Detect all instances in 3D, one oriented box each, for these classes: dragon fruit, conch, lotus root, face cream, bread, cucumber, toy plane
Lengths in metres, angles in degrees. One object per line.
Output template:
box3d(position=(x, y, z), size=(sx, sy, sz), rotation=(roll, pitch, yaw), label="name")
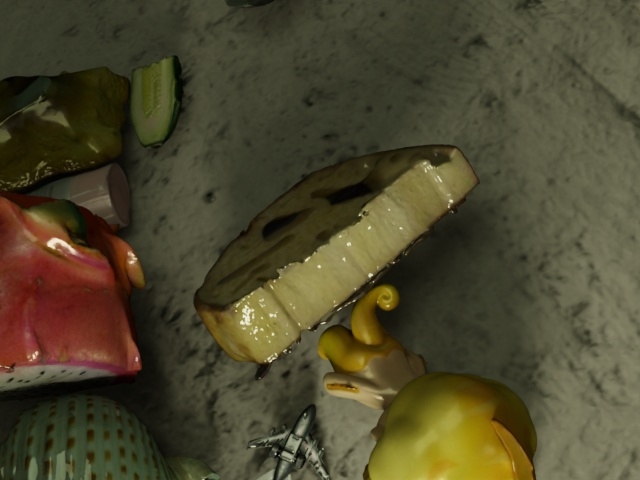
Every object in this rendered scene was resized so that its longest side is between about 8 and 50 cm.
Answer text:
box3d(position=(-0.293, 0.047, 0.880), size=(0.291, 0.290, 0.189), rotation=(-9, 80, 17), label="dragon fruit")
box3d(position=(-0.201, 0.214, 0.848), size=(0.200, 0.131, 0.172), rotation=(-7, 60, 19), label="conch")
box3d(position=(0.000, 0.000, 0.887), size=(0.261, 0.074, 0.170), rotation=(-42, 24, -8), label="lotus root")
box3d(position=(-0.302, -0.021, 1.064), size=(0.198, 0.057, 0.084), rotation=(-16, 55, 11), label="face cream")
box3d(position=(-0.331, -0.124, 1.096), size=(0.233, 0.088, 0.160), rotation=(-20, 34, 9), label="bread")
box3d(position=(-0.179, -0.149, 1.098), size=(0.067, 0.035, 0.107), rotation=(-13, 66, 27), label="cucumber")
box3d(position=(-0.023, 0.180, 0.857), size=(0.079, 0.031, 0.083), rotation=(21, 74, 13), label="toy plane")

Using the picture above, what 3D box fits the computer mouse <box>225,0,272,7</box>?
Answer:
box3d(position=(-0.052, -0.345, 1.137), size=(0.126, 0.071, 0.231), rotation=(-13, 47, 31), label="computer mouse")

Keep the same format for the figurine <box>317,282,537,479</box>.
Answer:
box3d(position=(0.086, 0.141, 0.788), size=(0.156, 0.131, 0.246), rotation=(-18, 40, -30), label="figurine")
